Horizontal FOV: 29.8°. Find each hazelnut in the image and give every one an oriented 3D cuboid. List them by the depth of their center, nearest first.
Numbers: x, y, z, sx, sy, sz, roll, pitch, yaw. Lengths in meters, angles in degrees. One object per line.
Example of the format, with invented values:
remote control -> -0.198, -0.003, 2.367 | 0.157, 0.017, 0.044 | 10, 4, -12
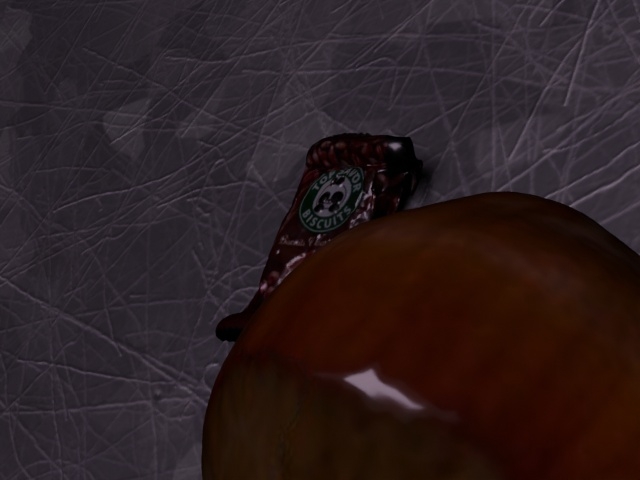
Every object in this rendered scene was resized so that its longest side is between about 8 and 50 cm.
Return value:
hazelnut -> 0.096, 0.130, 0.821 | 0.365, 0.366, 0.366 | -20, 54, 30

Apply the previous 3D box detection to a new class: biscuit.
biscuit -> 0.004, 0.001, 1.134 | 0.151, 0.063, 0.235 | 6, 67, 41
